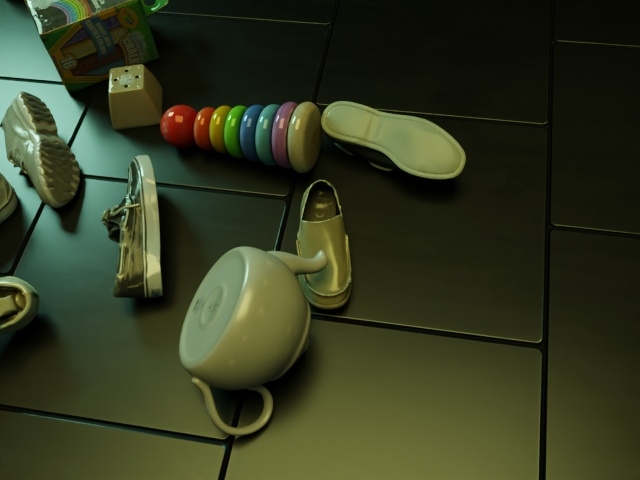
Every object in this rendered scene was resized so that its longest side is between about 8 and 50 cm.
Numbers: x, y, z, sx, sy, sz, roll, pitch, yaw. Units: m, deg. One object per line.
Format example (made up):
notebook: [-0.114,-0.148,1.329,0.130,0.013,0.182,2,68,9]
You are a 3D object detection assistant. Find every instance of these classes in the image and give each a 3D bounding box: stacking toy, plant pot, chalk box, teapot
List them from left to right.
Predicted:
chalk box: [-0.484,-0.495,1.680,0.289,0.179,0.180,-24,58,-12]
plant pot: [-0.404,-0.316,1.607,0.109,0.096,0.109,-8,57,0]
stacking toy: [-0.170,-0.224,1.522,0.330,0.141,0.141,8,59,16]
teapot: [-0.104,0.149,1.239,0.187,0.256,0.252,29,28,-25]

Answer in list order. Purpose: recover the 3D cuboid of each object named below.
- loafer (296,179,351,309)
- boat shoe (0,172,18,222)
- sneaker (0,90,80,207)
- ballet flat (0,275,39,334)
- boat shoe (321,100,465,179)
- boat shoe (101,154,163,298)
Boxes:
loafer: [0.000,0.000,1.377,0.102,0.092,0.268,-8,58,-1]
boat shoe: [-0.760,-0.025,1.414,0.367,0.156,0.136,-39,63,-19]
sneaker: [-0.587,-0.171,1.550,0.115,0.105,0.281,-38,61,20]
ballet flat: [-0.671,0.149,1.246,0.400,0.139,0.139,-20,57,-29]
boat shoe: [0.148,-0.193,1.488,0.303,0.091,0.114,28,84,18]
boat shoe: [-0.359,-0.029,1.413,0.105,0.113,0.306,-3,66,-14]
